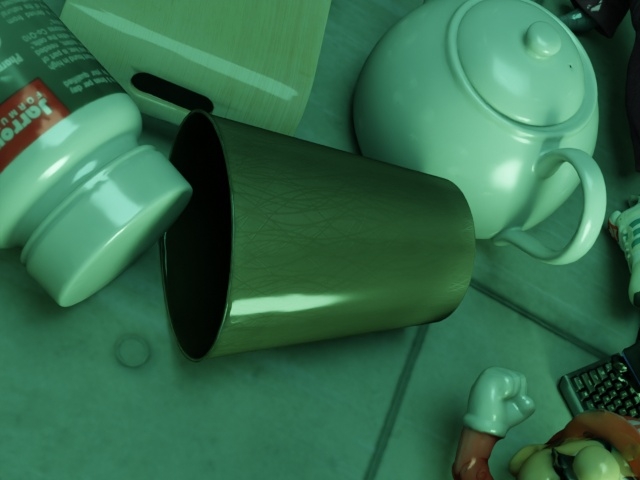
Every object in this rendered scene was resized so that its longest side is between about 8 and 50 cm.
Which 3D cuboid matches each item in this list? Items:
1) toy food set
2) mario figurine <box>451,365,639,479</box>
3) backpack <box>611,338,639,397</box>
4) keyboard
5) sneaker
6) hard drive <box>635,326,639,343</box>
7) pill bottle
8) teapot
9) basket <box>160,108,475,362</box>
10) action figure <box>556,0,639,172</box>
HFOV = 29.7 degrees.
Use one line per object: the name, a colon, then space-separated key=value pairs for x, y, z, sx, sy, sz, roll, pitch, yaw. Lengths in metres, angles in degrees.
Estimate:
toy food set: x=-0.107 y=-0.229 z=1.114 sx=0.220 sy=0.092 sz=0.306 roll=21 pitch=50 yaw=-13
mario figurine: x=0.150 y=0.217 z=0.934 sx=0.320 sy=0.170 sz=0.198 roll=-24 pitch=102 yaw=-26
backpack: x=0.363 y=0.152 z=1.070 sx=0.173 sy=0.117 sz=0.158 roll=27 pitch=31 yaw=-46
keyboard: x=0.300 y=0.191 z=1.111 sx=0.108 sy=0.023 sz=0.180 roll=-16 pitch=73 yaw=-30
sneaker: x=0.315 y=0.008 z=1.190 sx=0.075 sy=0.057 sz=0.161 roll=13 pitch=44 yaw=25
hard drive: x=0.379 y=0.104 z=1.191 sx=0.135 sy=0.022 sz=0.094 roll=30 pitch=56 yaw=-8
pill bottle: x=-0.241 y=-0.097 z=0.928 sx=0.283 sy=0.161 sz=0.161 roll=47 pitch=56 yaw=4
teapot: x=0.165 y=-0.131 z=1.116 sx=0.256 sy=0.187 sz=0.252 roll=35 pitch=56 yaw=-5
basket: x=0.000 y=0.000 z=1.000 sx=0.227 sy=0.154 sz=0.204 roll=3 pitch=69 yaw=-27
action figure: x=0.379 y=-0.251 z=1.240 sx=0.276 sy=0.248 sz=0.370 roll=4 pitch=66 yaw=-24
